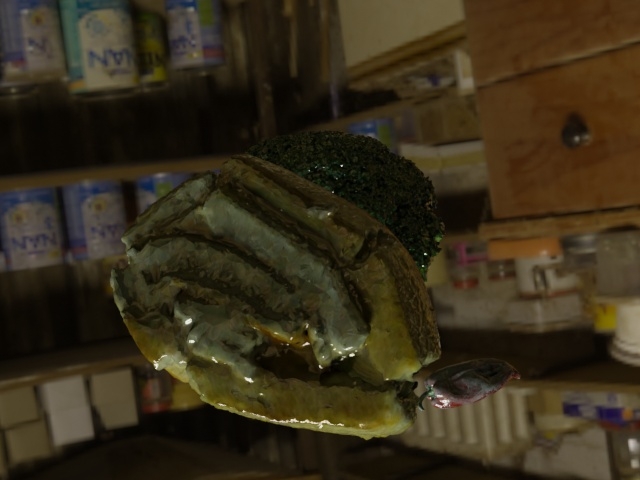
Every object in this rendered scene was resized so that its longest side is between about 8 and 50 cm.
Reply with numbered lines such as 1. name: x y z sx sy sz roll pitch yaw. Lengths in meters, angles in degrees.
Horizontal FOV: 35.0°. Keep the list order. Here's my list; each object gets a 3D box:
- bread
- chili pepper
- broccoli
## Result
1. bread: -0.025 0.045 0.758 0.257 0.186 0.124 24 174 26
2. chili pepper: 0.179 0.169 1.213 0.153 0.050 0.041 -12 170 -22
3. broccoli: 0.000 0.000 1.075 0.261 0.242 0.269 9 -151 11
